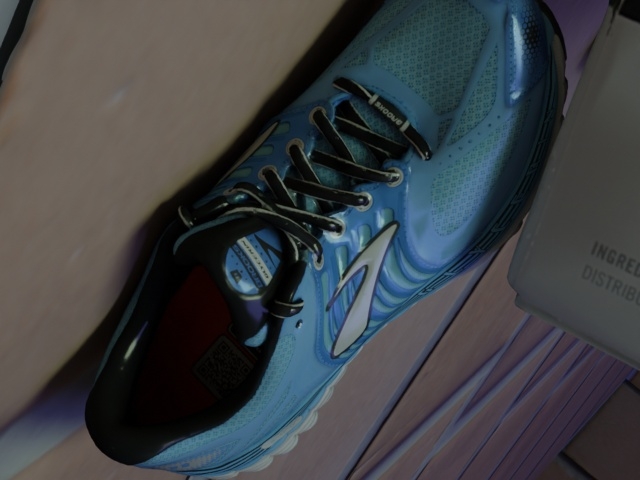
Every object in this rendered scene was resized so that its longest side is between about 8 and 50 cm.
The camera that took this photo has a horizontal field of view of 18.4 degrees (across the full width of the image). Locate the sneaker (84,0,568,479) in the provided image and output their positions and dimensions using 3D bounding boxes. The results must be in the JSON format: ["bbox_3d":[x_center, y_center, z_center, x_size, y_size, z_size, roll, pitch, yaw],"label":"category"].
[{"bbox_3d":[0.000,0.000,0.483,0.162,0.063,0.073,-54,165,15],"label":"sneaker"}]

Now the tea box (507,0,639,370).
[{"bbox_3d":[0.248,-0.117,0.526,0.329,0.220,0.324,-30,144,-60],"label":"tea box"}]
